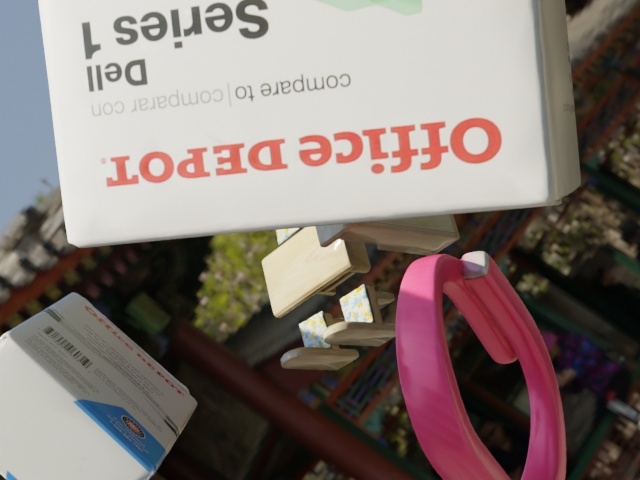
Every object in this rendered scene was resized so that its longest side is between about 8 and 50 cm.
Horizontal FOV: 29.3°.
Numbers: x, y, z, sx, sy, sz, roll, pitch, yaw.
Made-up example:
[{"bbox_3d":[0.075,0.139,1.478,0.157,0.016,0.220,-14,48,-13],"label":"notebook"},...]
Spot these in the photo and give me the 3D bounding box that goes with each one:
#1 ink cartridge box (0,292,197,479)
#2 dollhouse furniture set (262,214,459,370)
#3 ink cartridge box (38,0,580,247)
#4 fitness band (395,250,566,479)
[{"bbox_3d":[-0.190,0.131,0.965,0.086,0.148,0.203,-47,1,6],"label":"ink cartridge box"},{"bbox_3d":[0.000,0.000,1.309,0.161,0.212,0.242,7,-31,-40],"label":"dollhouse furniture set"},{"bbox_3d":[-0.008,-0.142,0.505,0.117,0.201,0.278,-19,-76,-74],"label":"ink cartridge box"},{"bbox_3d":[0.151,0.136,1.091,0.291,0.054,0.209,50,-144,-41],"label":"fitness band"}]
